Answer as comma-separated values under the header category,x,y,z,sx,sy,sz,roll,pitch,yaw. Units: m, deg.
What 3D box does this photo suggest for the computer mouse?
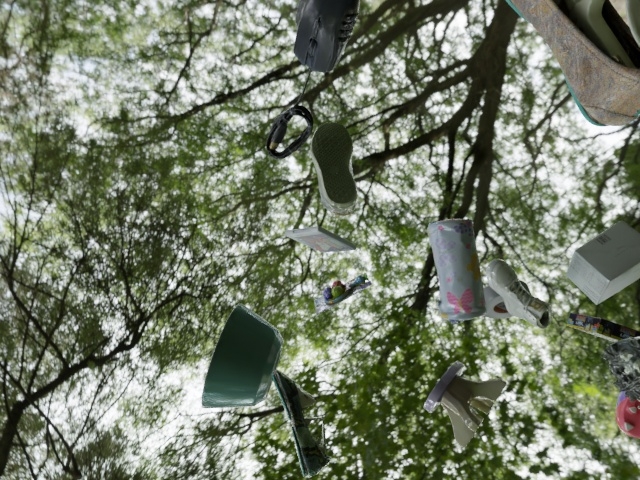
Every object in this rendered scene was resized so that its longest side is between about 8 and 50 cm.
category,x,y,z,sx,sy,sz,roll,pitch,yaw
computer mouse,-0.020,-0.203,0.508,0.071,0.242,0.041,29,-147,6

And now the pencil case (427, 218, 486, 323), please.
category,x,y,z,sx,sy,sz,roll,pitch,yaw
pencil case,0.358,0.077,1.097,0.113,0.124,0.273,-3,-95,-38

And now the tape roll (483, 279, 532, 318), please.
category,x,y,z,sx,sy,sz,roll,pitch,yaw
tape roll,0.808,0.260,1.821,0.219,0.219,0.072,15,-133,-19

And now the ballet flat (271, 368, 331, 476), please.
category,x,y,z,sx,sy,sz,roll,pitch,yaw
ballet flat,-0.031,0.312,0.733,0.070,0.070,0.188,-14,-97,-37

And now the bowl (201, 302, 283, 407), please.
category,x,y,z,sx,sy,sz,roll,pitch,yaw
bowl,-0.210,0.355,1.219,0.163,0.311,0.311,16,-132,1

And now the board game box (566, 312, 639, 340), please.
category,x,y,z,sx,sy,sz,roll,pitch,yaw
board game box,0.861,0.270,1.237,0.170,0.141,0.048,19,-92,-1

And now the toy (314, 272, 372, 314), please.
category,x,y,z,sx,sy,sz,roll,pitch,yaw
toy,0.074,0.185,1.590,0.056,0.237,0.137,63,-177,-15

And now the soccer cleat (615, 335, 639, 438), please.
category,x,y,z,sx,sy,sz,roll,pitch,yaw
soccer cleat,0.653,0.271,0.832,0.083,0.248,0.095,16,-179,19

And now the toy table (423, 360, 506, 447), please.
category,x,y,z,sx,sy,sz,roll,pitch,yaw
toy table,0.454,0.503,1.318,0.161,0.252,0.274,33,-155,29

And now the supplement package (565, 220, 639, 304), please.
category,x,y,z,sx,sy,sz,roll,pitch,yaw
supplement package,0.993,0.080,1.428,0.194,0.203,0.149,-32,-126,0

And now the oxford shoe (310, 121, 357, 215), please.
category,x,y,z,sx,sy,sz,roll,pitch,yaw
oxford shoe,0.052,-0.274,1.579,0.169,0.130,0.449,-7,-122,0

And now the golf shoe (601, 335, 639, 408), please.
category,x,y,z,sx,sy,sz,roll,pitch,yaw
golf shoe,0.396,0.117,0.342,0.120,0.273,0.105,-23,-86,-28

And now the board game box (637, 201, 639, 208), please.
category,x,y,z,sx,sy,sz,roll,pitch,yaw
board game box,0.866,-0.165,0.899,0.193,0.305,0.053,-30,-110,-2

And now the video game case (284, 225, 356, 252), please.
category,x,y,z,sx,sy,sz,roll,pitch,yaw
video game case,0.000,0.000,1.521,0.201,0.183,0.023,26,-111,-39

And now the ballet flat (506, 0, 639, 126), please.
category,x,y,z,sx,sy,sz,roll,pitch,yaw
ballet flat,0.322,-0.294,0.509,0.108,0.106,0.316,-22,-103,-15

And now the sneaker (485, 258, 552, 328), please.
category,x,y,z,sx,sy,sz,roll,pitch,yaw
sneaker,0.698,0.185,1.427,0.108,0.169,0.292,-45,-63,-6
